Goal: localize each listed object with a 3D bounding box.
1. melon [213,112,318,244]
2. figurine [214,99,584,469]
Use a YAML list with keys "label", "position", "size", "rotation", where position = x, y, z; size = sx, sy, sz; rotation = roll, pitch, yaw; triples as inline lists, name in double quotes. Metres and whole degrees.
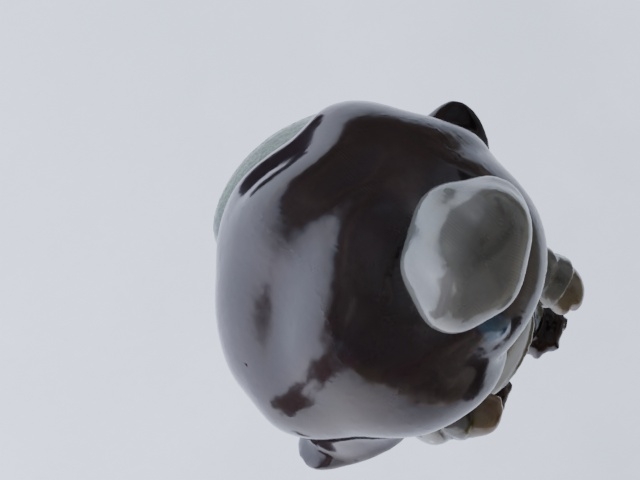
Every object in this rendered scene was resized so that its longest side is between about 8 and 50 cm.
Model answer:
- label: "melon"
  position: [0.000, 0.000, 1.654]
  size: [0.169, 0.129, 0.265]
  rotation: [-13, -105, -14]
- label: "figurine"
  position: [0.074, 0.058, 1.217]
  size: [0.365, 0.218, 0.206]
  rotation: [39, -163, -52]
